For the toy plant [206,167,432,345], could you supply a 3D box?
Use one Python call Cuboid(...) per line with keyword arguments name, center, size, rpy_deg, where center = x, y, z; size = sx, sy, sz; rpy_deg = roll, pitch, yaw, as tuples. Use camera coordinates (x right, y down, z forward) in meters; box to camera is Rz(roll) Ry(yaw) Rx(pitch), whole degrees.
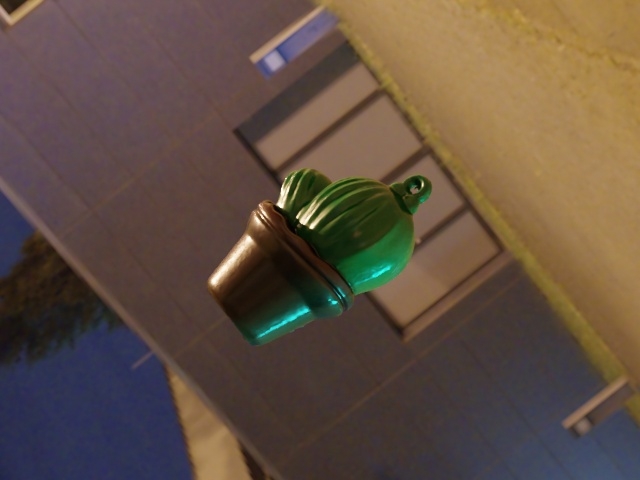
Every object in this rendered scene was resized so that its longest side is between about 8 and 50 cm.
Cuboid(name="toy plant", center=(0.000, 0.000, 0.948), size=(0.143, 0.200, 0.105), rpy_deg=(46, 170, 44))
